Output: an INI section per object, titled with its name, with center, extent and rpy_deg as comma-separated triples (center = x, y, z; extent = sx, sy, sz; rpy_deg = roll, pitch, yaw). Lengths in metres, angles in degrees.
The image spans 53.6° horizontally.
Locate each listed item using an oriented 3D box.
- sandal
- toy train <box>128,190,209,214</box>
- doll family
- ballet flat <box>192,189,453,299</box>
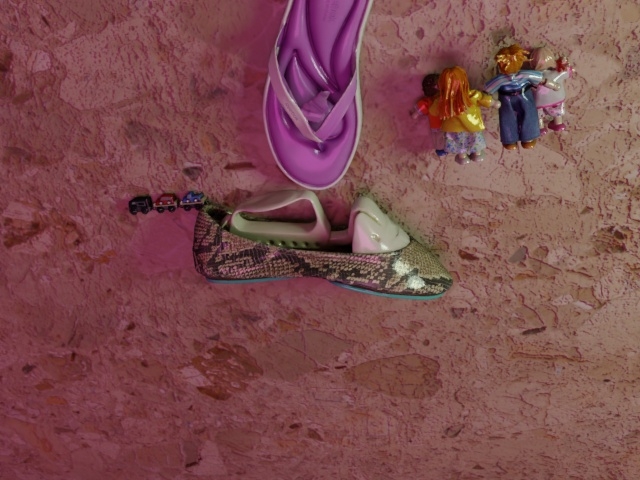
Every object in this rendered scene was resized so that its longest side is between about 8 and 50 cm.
[sandal]
center = -0.011, -0.259, 0.995
extent = 0.170, 0.102, 0.416
rpy_deg = 7, 121, 2
[toy train]
center = -0.287, -0.072, 1.194
extent = 0.158, 0.027, 0.036
rpy_deg = -3, 111, 9
[doll family]
center = 0.271, -0.215, 0.984
extent = 0.263, 0.118, 0.163
rpy_deg = -12, 120, 13
[ballet flat]
center = 0.000, 0.000, 1.138
extent = 0.483, 0.164, 0.182
rpy_deg = 5, 113, 8
